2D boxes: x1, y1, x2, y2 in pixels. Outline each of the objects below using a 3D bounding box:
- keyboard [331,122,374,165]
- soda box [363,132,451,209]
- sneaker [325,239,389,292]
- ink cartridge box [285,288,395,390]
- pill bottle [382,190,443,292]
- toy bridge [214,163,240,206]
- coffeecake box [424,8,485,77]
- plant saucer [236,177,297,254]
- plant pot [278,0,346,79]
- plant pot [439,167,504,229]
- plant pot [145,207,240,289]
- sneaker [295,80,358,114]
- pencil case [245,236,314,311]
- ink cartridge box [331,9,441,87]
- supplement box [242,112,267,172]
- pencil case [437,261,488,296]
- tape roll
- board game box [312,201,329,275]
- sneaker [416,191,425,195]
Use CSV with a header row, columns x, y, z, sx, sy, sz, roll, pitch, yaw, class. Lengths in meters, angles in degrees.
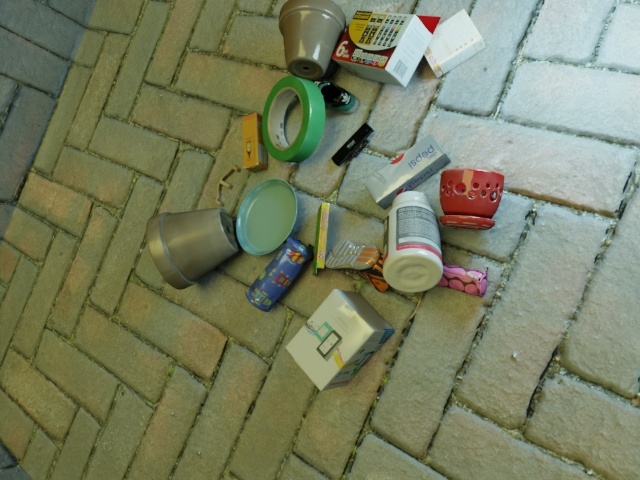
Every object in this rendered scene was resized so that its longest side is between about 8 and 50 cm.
x,y,z,sx,sy,sz,roll,pitch,yaw,class
0.129,-0.349,1.836,0.192,0.038,0.100,-45,40,15,keyboard
0.297,-0.235,1.679,0.286,0.091,0.098,-36,65,18,soda box
0.145,0.100,1.681,0.124,0.180,0.321,-54,25,-12,sneaker
0.066,0.331,1.632,0.197,0.198,0.270,45,103,27,ink cartridge box
0.286,-0.008,1.530,0.176,0.176,0.318,-18,39,25,pill bottle
-0.409,-0.243,2.105,0.063,0.026,0.188,28,94,31,toy bridge
0.452,-0.684,1.695,0.186,0.068,0.142,-29,67,21,coffeecake box
-0.206,-0.091,1.930,0.318,0.044,0.317,-14,66,34,plant saucer
-0.044,-0.748,1.855,0.263,0.263,0.229,0,74,29,plant pot
0.463,-0.124,1.511,0.191,0.191,0.174,5,86,29,plant pot
-0.493,0.002,1.965,0.281,0.323,0.323,-21,70,7,plant pot
0.000,-0.577,1.891,0.302,0.121,0.108,22,91,30,sneaker
-0.155,0.121,1.839,0.306,0.119,0.133,-52,29,11,pencil case
0.231,-0.722,1.746,0.309,0.130,0.271,34,97,46,ink cartridge box
-0.274,-0.407,2.035,0.078,0.080,0.233,-10,74,28,supplement box
0.420,0.112,1.540,0.209,0.098,0.095,11,85,31,pencil case
-0.110,-0.466,1.887,0.321,0.077,0.321,-1,89,51,tape roll
0.000,0.000,1.781,0.039,0.124,0.259,9,82,-6,board game box
0.312,-0.129,1.684,0.119,0.047,0.057,-23,89,25,sneaker
